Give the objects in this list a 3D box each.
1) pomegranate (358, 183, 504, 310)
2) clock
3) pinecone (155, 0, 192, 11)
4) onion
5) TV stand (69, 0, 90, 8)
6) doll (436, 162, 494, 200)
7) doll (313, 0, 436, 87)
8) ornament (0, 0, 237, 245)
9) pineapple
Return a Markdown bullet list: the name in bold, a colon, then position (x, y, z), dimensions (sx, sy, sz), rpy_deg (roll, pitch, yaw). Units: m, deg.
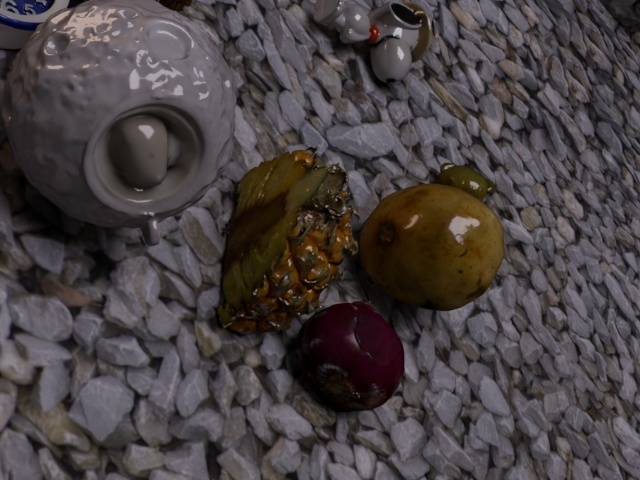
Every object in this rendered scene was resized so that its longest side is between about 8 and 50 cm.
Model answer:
- **pomegranate**: position (0.208, 0.009, 2.165), dimensions (0.260, 0.260, 0.260), rpy_deg (28, 46, -33)
- **clock**: position (-0.501, -0.409, 1.831), dimensions (0.230, 0.083, 0.230), rpy_deg (26, 46, -31)
- **pinecone**: position (-0.295, -0.480, 2.048), dimensions (0.195, 0.150, 0.179), rpy_deg (51, 38, -7)
- **onion**: position (0.066, 0.170, 1.972), dimensions (0.195, 0.140, 0.218), rpy_deg (47, 41, -19)
- **TV stand**: position (-0.397, -0.401, 1.964), dimensions (0.256, 0.049, 0.040), rpy_deg (52, 36, -5)
- **doll**: position (0.270, -0.069, 2.447), dimensions (0.137, 0.097, 0.209), rpy_deg (26, 55, 10)
- **doll**: position (0.119, -0.462, 2.501), dimensions (0.271, 0.144, 0.208), rpy_deg (41, 49, -26)
- **ornament**: position (-0.290, -0.188, 1.706), dimensions (0.337, 0.337, 0.337), rpy_deg (28, 46, -33)
- **pineapple**: position (0.002, -0.002, 1.920), dimensions (0.209, 0.286, 0.344), rpy_deg (32, 45, -29)
